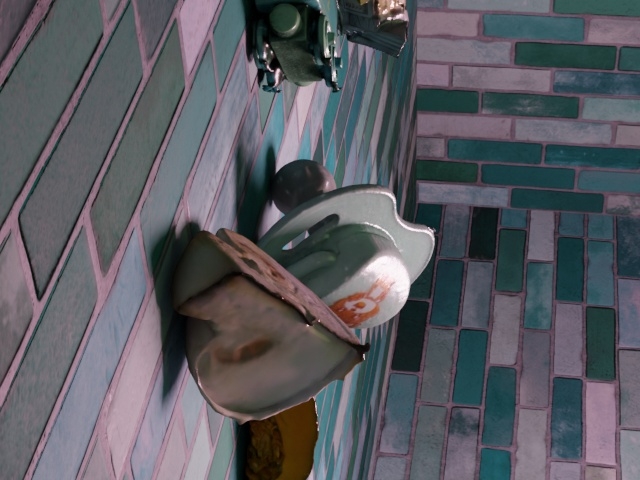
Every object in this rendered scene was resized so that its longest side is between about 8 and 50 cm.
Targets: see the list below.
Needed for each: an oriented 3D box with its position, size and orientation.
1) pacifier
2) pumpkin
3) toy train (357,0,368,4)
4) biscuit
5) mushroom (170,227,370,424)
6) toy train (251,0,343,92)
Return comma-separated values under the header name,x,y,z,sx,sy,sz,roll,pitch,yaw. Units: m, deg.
name,x,y,z,sx,sy,sz,roll,pitch,yaw
pacifier,0.000,0.000,1.921,0.343,0.288,0.269,44,13,-54
pumpkin,-0.052,0.255,1.922,0.163,0.111,0.279,-77,167,-69
toy train,0.019,-0.435,1.791,0.225,0.090,0.137,54,-4,14
biscuit,0.056,-0.432,1.917,0.079,0.186,0.309,-20,117,-31
mushroom,-0.102,0.094,1.519,0.236,0.173,0.162,36,94,-37
toy train,-0.031,-0.297,1.805,0.203,0.112,0.163,65,24,-74
